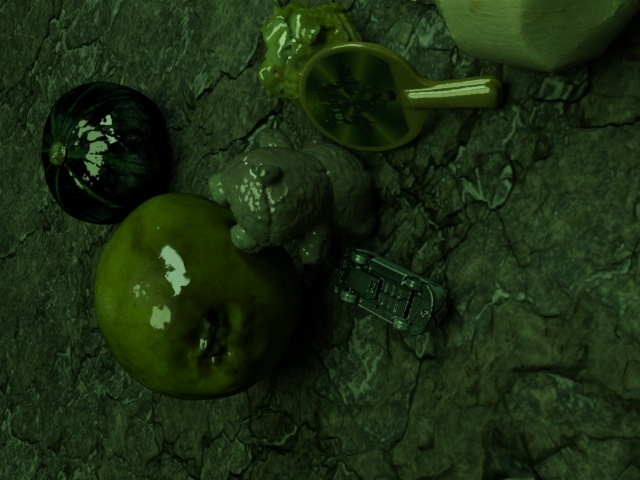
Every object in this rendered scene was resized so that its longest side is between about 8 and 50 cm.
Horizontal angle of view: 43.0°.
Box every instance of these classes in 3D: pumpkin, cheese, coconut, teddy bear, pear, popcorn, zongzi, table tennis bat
[{"bbox_3d":[-0.468,-0.185,1.722,0.315,0.238,0.315,-3,85,38],"label":"pumpkin"},{"bbox_3d":[-0.079,-0.421,1.508,0.060,0.041,0.084,37,127,47],"label":"cheese"},{"bbox_3d":[0.285,-0.332,1.022,0.266,0.237,0.237,15,96,41],"label":"coconut"},{"bbox_3d":[-0.036,-0.076,1.281,0.151,0.267,0.236,-33,77,38],"label":"teddy bear"},{"bbox_3d":[-0.208,0.095,1.363,0.352,0.352,0.413,-61,19,21],"label":"pear"},{"bbox_3d":[-0.014,-0.305,1.350,0.187,0.167,0.185,38,117,43],"label":"popcorn"},{"bbox_3d":[0.000,0.000,1.399,0.073,0.067,0.083,-9,62,54],"label":"zongzi"},{"bbox_3d":[0.117,-0.220,1.233,0.321,0.198,0.050,2,45,24],"label":"table tennis bat"}]

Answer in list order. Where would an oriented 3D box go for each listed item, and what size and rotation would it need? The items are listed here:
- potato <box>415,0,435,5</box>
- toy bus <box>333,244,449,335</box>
[{"bbox_3d":[0.157,-0.440,1.277,0.172,0.089,0.100,49,147,-1],"label":"potato"},{"bbox_3d":[0.114,0.077,1.247,0.194,0.089,0.087,25,105,42],"label":"toy bus"}]
